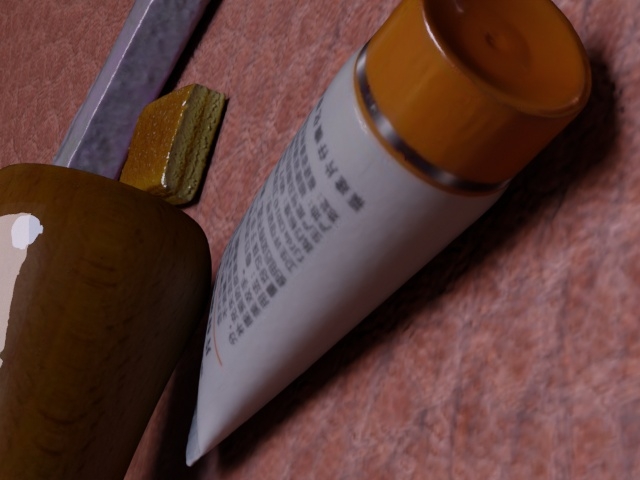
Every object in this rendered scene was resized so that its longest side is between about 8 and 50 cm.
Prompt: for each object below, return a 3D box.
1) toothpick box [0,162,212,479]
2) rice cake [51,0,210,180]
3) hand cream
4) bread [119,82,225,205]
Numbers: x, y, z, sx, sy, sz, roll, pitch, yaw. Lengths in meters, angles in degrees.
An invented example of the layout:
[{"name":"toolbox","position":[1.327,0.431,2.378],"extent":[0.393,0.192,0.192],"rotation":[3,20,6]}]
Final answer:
[{"name":"toothpick box","position":[-0.167,0.116,0.650],"extent":[0.192,0.192,0.295],"rotation":[-14,58,57]},{"name":"rice cake","position":[-0.131,-0.188,0.964],"extent":[0.365,0.056,0.073],"rotation":[-59,23,15]},{"name":"hand cream","position":[0.000,0.000,0.565],"extent":[0.314,0.089,0.140],"rotation":[-43,31,47]},{"name":"bread","position":[-0.115,-0.067,0.869],"extent":[0.094,0.035,0.090],"rotation":[-11,60,57]}]
